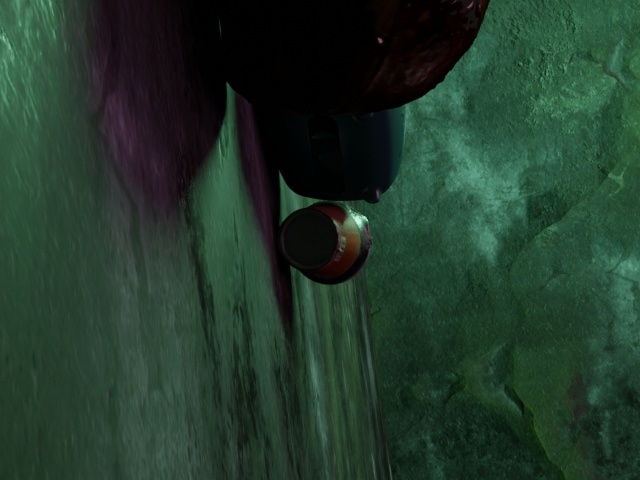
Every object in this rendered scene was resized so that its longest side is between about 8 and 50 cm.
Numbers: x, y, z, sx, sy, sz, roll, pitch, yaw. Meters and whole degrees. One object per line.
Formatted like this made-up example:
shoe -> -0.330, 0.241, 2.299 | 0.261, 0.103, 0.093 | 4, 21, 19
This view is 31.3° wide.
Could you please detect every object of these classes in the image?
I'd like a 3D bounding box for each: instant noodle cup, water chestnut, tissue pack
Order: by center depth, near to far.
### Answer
water chestnut -> -0.008, -0.284, 1.193 | 0.335, 0.347, 0.335 | -1, -92, 53
tissue pack -> 0.020, -0.185, 1.595 | 0.287, 0.198, 0.206 | 85, 6, -51
instant noodle cup -> -0.002, 0.002, 1.603 | 0.136, 0.127, 0.127 | 8, 75, -77
